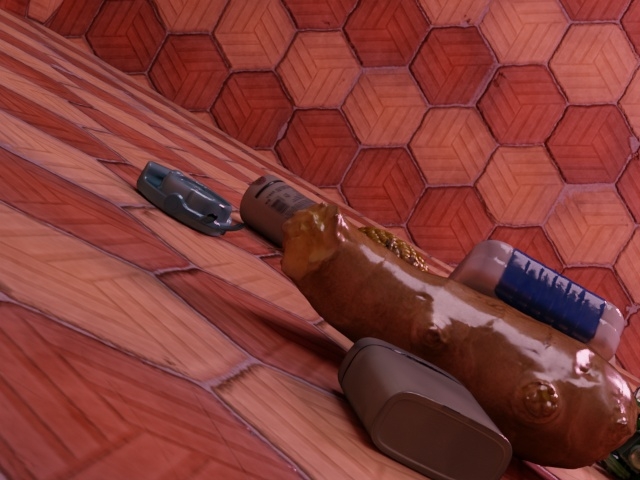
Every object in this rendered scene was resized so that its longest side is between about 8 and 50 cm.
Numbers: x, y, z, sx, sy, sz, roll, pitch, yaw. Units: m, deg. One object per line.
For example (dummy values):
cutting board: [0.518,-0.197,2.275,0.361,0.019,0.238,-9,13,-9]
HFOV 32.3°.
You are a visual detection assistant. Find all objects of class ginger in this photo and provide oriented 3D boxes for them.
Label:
ginger: [0.136,0.087,1.082,0.375,0.166,0.236,45,14,7]

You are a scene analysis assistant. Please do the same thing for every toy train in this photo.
toy train: [0.403,0.265,1.377,0.119,0.085,0.251,46,10,3]

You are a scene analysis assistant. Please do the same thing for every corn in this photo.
corn: [0.090,0.034,1.710,0.106,0.106,0.293,29,2,-15]

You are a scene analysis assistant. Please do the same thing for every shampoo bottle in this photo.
shampoo bottle: [0.000,0.000,1.584,0.262,0.085,0.085,34,6,30]

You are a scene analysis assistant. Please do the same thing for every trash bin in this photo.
trash bin: [0.080,0.137,0.880,0.116,0.059,0.130,27,7,-14]

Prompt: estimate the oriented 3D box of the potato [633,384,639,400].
potato: [0.546,0.298,1.600,0.202,0.182,0.117,13,-40,22]

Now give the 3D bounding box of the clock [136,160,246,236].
clock: [-0.154,-0.043,1.360,0.108,0.045,0.147,23,9,-45]

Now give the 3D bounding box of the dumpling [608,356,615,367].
dumpling: [0.432,0.225,1.820,0.155,0.181,0.111,59,-34,-1]

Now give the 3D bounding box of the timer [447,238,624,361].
timer: [0.204,0.097,1.206,0.178,0.078,0.253,30,-29,-1]
